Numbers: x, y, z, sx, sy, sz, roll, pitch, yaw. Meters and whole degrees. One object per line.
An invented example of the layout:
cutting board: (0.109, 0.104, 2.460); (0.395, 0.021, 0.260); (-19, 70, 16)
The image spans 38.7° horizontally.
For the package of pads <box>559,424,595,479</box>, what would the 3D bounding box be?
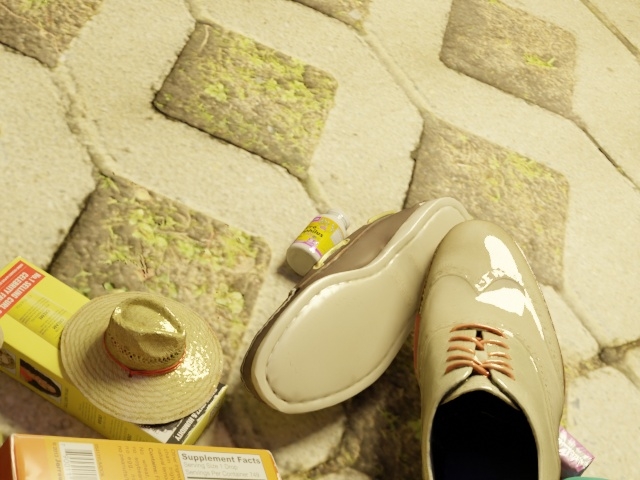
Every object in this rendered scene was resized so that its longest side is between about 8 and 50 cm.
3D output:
package of pads: (0.218, 0.212, 0.858); (0.032, 0.083, 0.050); (-28, 60, -31)

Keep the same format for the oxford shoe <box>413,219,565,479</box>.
oxford shoe: (0.150, 0.125, 0.786); (0.140, 0.146, 0.397); (-4, 53, 7)

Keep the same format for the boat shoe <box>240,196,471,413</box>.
boat shoe: (0.032, 0.060, 0.919); (0.324, 0.097, 0.116); (-40, 111, -36)

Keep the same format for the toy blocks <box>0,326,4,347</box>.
toy blocks: (-0.438, -0.014, 0.673); (0.309, 0.260, 0.288); (-26, 60, -21)

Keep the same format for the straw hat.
straw hat: (-0.149, 0.081, 0.782); (0.144, 0.061, 0.144); (10, 47, -11)

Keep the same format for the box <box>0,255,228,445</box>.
box: (-0.204, 0.111, 0.819); (0.232, 0.058, 0.087); (31, 48, 9)

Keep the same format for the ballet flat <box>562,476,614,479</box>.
ballet flat: (0.360, 0.310, 0.801); (0.349, 0.123, 0.123); (20, 47, -6)

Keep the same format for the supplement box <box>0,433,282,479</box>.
supplement box: (-0.136, 0.204, 0.694); (0.233, 0.078, 0.080); (17, 37, -38)

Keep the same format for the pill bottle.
pill bottle: (0.000, 0.000, 0.996); (0.043, 0.043, 0.083); (31, 47, 9)
